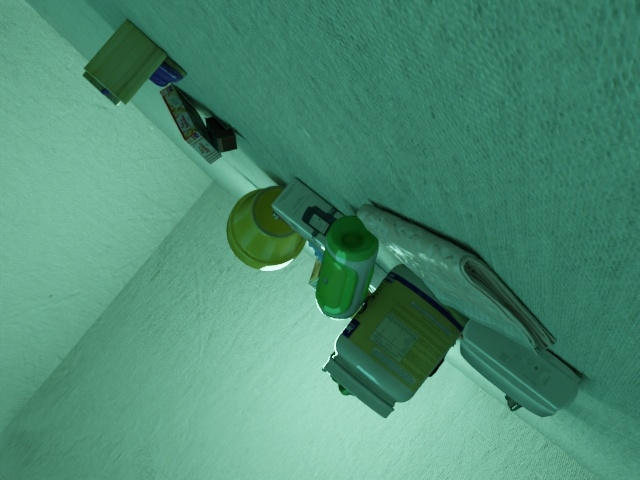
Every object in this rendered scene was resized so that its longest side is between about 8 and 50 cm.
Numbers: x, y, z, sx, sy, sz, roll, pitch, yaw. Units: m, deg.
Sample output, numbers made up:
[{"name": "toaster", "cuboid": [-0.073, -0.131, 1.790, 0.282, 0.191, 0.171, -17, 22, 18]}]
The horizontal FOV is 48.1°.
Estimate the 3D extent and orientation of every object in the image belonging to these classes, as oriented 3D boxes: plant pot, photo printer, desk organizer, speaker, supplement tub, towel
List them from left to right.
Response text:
[{"name": "desk organizer", "cuboid": [-0.265, -0.285, 1.910, 0.130, 0.050, 0.047, -124, 24, -48]}, {"name": "plant pot", "cuboid": [-0.149, -0.054, 2.178, 0.254, 0.254, 0.239, 39, 161, -1]}, {"name": "speaker", "cuboid": [0.059, 0.072, 1.709, 0.131, 0.131, 0.296, 38, 148, 19]}, {"name": "supplement tub", "cuboid": [0.188, 0.253, 1.804, 0.241, 0.331, 0.241, 39, 175, 4]}, {"name": "towel", "cuboid": [0.245, 0.070, 1.349, 0.317, 0.053, 0.332, 42, 174, -32]}, {"name": "photo printer", "cuboid": [0.425, 0.277, 1.572, 0.256, 0.107, 0.307, 38, 175, 17]}]

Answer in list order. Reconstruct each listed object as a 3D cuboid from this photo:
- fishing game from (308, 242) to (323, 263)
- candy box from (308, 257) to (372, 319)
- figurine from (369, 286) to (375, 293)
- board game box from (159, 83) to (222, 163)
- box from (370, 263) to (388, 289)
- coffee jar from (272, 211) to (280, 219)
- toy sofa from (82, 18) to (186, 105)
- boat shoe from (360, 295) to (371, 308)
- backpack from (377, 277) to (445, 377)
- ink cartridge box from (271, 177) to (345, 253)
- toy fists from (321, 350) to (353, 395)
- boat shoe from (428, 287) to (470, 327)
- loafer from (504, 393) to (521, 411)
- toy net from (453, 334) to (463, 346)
[{"name": "fishing game", "cuboid": [0.000, 0.000, 2.356, 0.264, 0.041, 0.189, 48, 156, 34]}, {"name": "candy box", "cuboid": [0.110, 0.184, 2.717, 0.316, 0.087, 0.183, 40, -146, -17]}, {"name": "figurine", "cuboid": [0.150, 0.127, 2.465, 0.209, 0.092, 0.215, 35, 176, 4]}, {"name": "board game box", "cuboid": [-0.355, -0.319, 1.965, 0.193, 0.045, 0.147, 60, -174, 30]}, {"name": "box", "cuboid": [0.216, 0.153, 2.274, 0.324, 0.067, 0.063, 40, 176, -20]}, {"name": "coffee jar", "cuboid": [-0.201, -0.103, 2.883, 0.184, 0.096, 0.079, 40, 178, -22]}, {"name": "toy sofa", "cuboid": [-0.459, -0.399, 1.734, 0.177, 0.150, 0.362, 42, 174, -21]}, {"name": "boat shoe", "cuboid": [0.301, 0.284, 2.486, 0.340, 0.127, 0.113, 32, 160, 8]}, {"name": "backpack", "cuboid": [0.237, 0.260, 2.049, 0.263, 0.276, 0.213, 33, -179, -5]}, {"name": "ink cartridge box", "cuboid": [-0.002, -0.042, 1.891, 0.237, 0.100, 0.172, 39, 175, 7]}, {"name": "toy fists", "cuboid": [0.108, 0.372, 2.058, 0.142, 0.096, 0.279, 33, -167, 16]}, {"name": "boat shoe", "cuboid": [0.303, 0.138, 1.652, 0.153, 0.048, 0.056, 47, -174, -13]}, {"name": "loafer", "cuboid": [0.584, 0.435, 2.088, 0.084, 0.096, 0.267, 59, 175, 20]}, {"name": "toy net", "cuboid": [0.396, 0.284, 2.255, 0.122, 0.045, 0.232, 35, 174, 42]}]
